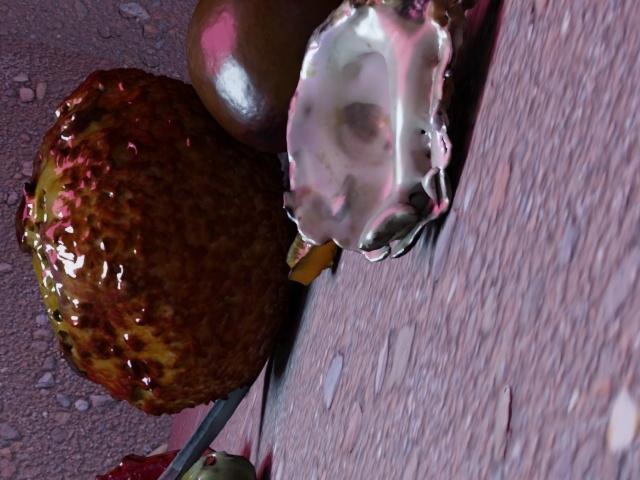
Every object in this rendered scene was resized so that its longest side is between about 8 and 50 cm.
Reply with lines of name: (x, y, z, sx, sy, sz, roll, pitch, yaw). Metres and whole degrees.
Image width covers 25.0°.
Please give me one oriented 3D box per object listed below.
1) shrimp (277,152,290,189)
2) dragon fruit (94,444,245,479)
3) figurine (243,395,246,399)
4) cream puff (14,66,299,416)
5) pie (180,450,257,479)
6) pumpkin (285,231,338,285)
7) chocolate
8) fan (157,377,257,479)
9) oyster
shrimp: (-0.089, -0.121, 1.803, 0.145, 0.116, 0.343, -21, 36, 37)
dragon fruit: (-0.176, 0.330, 1.539, 0.189, 0.163, 0.262, 23, -94, -66)
figurine: (-0.117, 0.137, 1.680, 0.146, 0.081, 0.098, 118, 164, -65)
cream puff: (-0.135, -0.002, 1.378, 0.350, 0.228, 0.351, 36, -132, -55)
pie: (-0.126, 0.372, 1.334, 0.296, 0.078, 0.371, -178, 101, -85)
pumpkin: (0.001, -0.001, 1.178, 0.101, 0.035, 0.073, -91, 26, -77)
chocolate: (-0.043, -0.160, 1.292, 0.177, 0.176, 0.177, -167, 90, -83)
fan: (-0.117, 0.191, 1.421, 0.282, 0.023, 0.057, -52, -11, -48)
oyster: (0.050, -0.080, 0.802, 0.191, 0.081, 0.163, -47, 51, 47)
